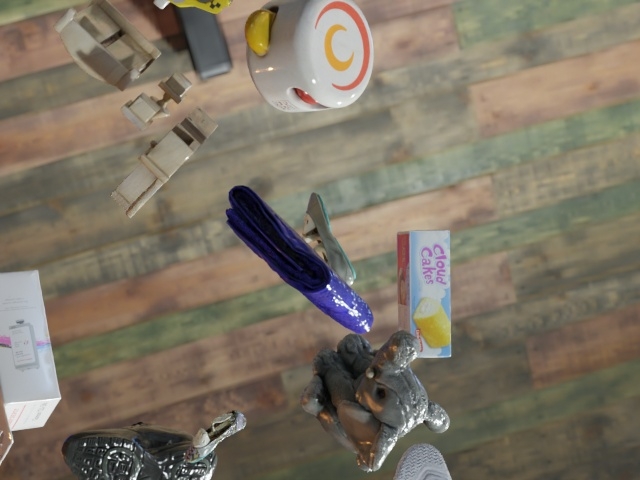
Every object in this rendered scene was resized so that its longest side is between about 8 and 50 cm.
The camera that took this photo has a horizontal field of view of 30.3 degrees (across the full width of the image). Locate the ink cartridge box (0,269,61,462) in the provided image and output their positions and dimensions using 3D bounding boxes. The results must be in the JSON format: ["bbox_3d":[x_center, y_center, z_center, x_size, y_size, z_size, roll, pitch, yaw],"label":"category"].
[{"bbox_3d":[-0.349,0.147,1.358,0.067,0.198,0.115,-4,158,-25],"label":"ink cartridge box"}]

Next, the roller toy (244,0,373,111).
[{"bbox_3d":[-0.023,-0.305,1.924,0.146,0.191,0.209,0,-155,40],"label":"roller toy"}]

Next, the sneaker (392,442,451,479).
[{"bbox_3d":[0.148,0.462,1.890,0.101,0.269,0.153,2,169,-8],"label":"sneaker"}]

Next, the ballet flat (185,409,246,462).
[{"bbox_3d":[-0.172,0.306,1.874,0.114,0.041,0.041,-35,-160,-11],"label":"ballet flat"}]

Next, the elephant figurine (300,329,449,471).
[{"bbox_3d":[0.084,0.215,1.542,0.169,0.186,0.239,-62,-156,-10],"label":"elephant figurine"}]

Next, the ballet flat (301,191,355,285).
[{"bbox_3d":[0.000,0.000,2.220,0.068,0.072,0.213,-19,-120,-8],"label":"ballet flat"}]

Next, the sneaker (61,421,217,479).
[{"bbox_3d":[-0.328,0.373,2.073,0.286,0.109,0.130,16,-167,-36],"label":"sneaker"}]

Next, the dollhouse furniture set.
[{"bbox_3d":[-0.351,-0.227,1.793,0.174,0.355,0.303,-44,-170,14],"label":"dollhouse furniture set"}]

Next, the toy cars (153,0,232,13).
[{"bbox_3d":[-0.303,-0.431,1.823,0.393,0.087,0.176,12,-147,-46],"label":"toy cars"}]

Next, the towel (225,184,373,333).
[{"bbox_3d":[-0.034,0.045,1.879,0.076,0.227,0.308,-44,157,0],"label":"towel"}]

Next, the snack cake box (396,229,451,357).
[{"bbox_3d":[0.217,0.110,2.495,0.089,0.264,0.152,-1,180,-5],"label":"snack cake box"}]
